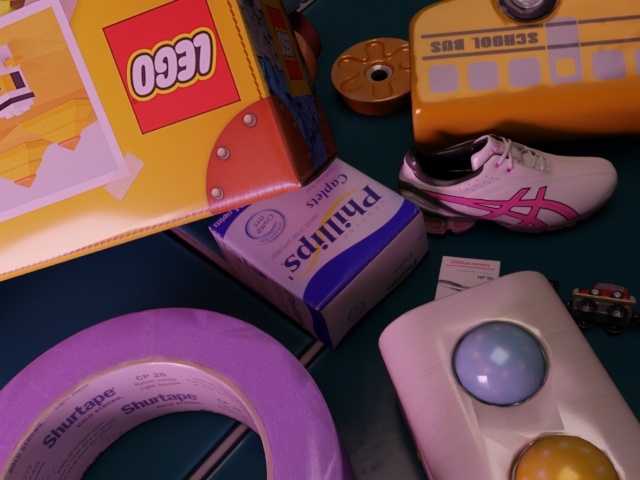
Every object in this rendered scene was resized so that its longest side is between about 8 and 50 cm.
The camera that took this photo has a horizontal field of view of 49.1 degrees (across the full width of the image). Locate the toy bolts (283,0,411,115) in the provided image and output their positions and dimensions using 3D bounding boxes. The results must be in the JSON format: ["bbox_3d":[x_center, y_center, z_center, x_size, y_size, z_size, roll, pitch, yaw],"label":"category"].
[{"bbox_3d":[-0.018,-0.224,0.718,0.218,0.158,0.228,-21,52,-4],"label":"toy bolts"}]

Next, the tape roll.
[{"bbox_3d":[-0.114,0.185,0.477,0.275,0.090,0.274,-6,52,7],"label":"tape roll"}]

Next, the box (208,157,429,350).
[{"bbox_3d":[0.000,0.000,0.601,0.137,0.072,0.126,34,67,31],"label":"box"}]

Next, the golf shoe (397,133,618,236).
[{"bbox_3d":[0.159,-0.051,0.596,0.186,0.086,0.067,-6,51,7],"label":"golf shoe"}]

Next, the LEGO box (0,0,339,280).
[{"bbox_3d":[-0.286,-0.154,0.528,0.501,0.372,0.193,-17,10,13],"label":"LEGO box"}]

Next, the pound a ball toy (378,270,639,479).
[{"bbox_3d":[0.109,0.188,0.395,0.208,0.135,0.319,-19,51,-2],"label":"pound a ball toy"}]

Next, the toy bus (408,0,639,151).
[{"bbox_3d":[0.247,-0.163,0.625,0.333,0.108,0.130,-3,77,8],"label":"toy bus"}]

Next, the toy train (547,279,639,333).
[{"bbox_3d":[0.221,0.051,0.543,0.158,0.027,0.036,7,45,18],"label":"toy train"}]

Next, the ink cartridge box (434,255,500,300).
[{"bbox_3d":[0.120,0.042,0.570,0.048,0.028,0.083,5,54,16],"label":"ink cartridge box"}]
